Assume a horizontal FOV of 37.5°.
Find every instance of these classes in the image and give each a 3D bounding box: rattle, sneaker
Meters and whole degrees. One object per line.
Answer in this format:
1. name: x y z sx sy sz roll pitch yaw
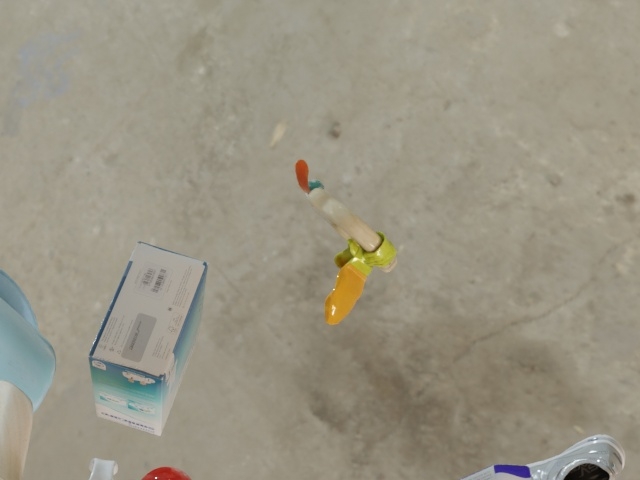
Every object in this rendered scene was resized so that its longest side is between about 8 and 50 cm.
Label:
1. rattle: 0.000 0.000 1.311 0.200 0.130 0.142 39 102 16
2. sneaker: 0.397 0.436 1.636 0.281 0.115 0.105 -41 85 16

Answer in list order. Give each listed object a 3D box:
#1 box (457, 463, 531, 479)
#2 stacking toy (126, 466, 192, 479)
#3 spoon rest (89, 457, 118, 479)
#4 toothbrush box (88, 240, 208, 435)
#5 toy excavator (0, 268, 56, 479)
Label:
1. box: 0.269 0.424 1.439 0.126 0.072 0.137 -45 44 52
2. stacking toy: -0.294 0.377 1.250 0.141 0.330 0.141 7 102 39
3. spoon rest: -0.412 0.506 1.709 0.276 0.137 0.084 -94 17 -49
4. toothbrush box: -0.286 0.172 1.582 0.126 0.295 0.216 17 61 0
5. toy excavator: -0.390 0.167 0.985 0.445 0.222 0.433 -20 33 35
